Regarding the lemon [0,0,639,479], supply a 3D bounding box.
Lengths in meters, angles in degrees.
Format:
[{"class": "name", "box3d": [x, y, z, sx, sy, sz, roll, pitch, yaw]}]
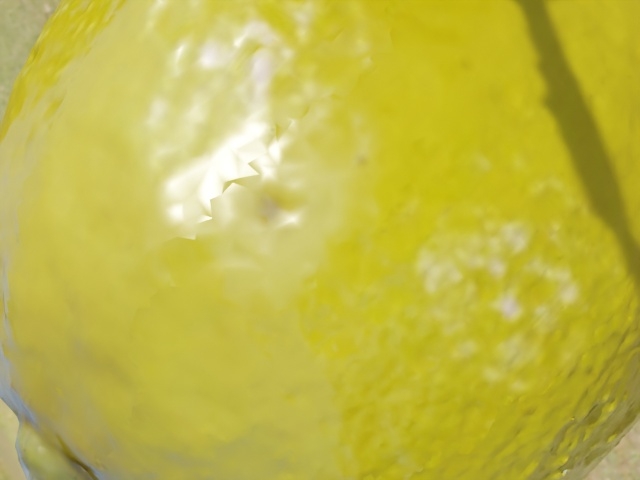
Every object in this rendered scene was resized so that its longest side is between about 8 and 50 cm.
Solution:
[{"class": "lemon", "box3d": [0.000, 0.000, 0.534, 0.364, 0.364, 0.364, 51, 156, 33]}]
